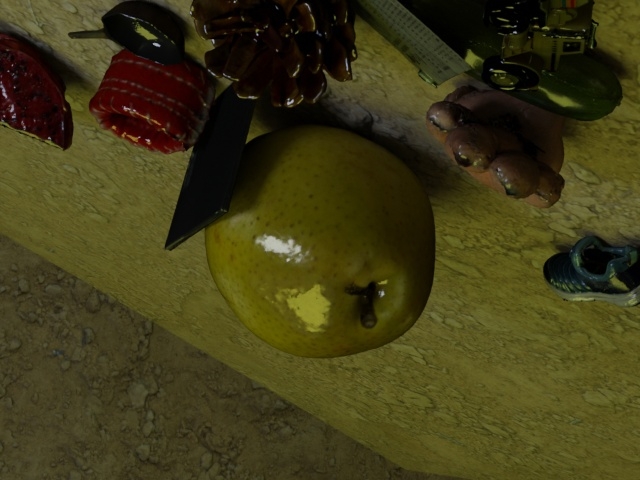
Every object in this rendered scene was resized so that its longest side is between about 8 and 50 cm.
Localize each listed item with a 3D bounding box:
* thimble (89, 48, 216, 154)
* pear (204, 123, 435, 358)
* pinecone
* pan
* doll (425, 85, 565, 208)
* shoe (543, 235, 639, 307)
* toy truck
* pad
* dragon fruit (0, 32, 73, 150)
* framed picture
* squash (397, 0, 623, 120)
[{"bbox_3d":[-0.274,-0.224,1.931,0.189,0.125,0.163,9,160,42],"label":"thimble"},{"bbox_3d":[0.000,0.000,1.867,0.362,0.362,0.418,41,-178,-39],"label":"pear"},{"bbox_3d":[-0.057,-0.265,1.471,0.202,0.201,0.229,-3,124,28],"label":"pinecone"},{"bbox_3d":[-0.293,-0.328,1.807,0.202,0.048,0.128,19,159,10],"label":"pan"},{"bbox_3d":[0.237,-0.131,1.476,0.201,0.156,0.303,39,-169,2],"label":"doll"},{"bbox_3d":[0.428,0.039,1.873,0.207,0.091,0.106,3,130,56],"label":"shoe"},{"bbox_3d":[0.235,-0.256,1.250,0.127,0.127,0.257,7,160,6],"label":"toy truck"},{"bbox_3d":[0.098,-0.243,1.424,0.159,0.009,0.265,41,180,-4],"label":"pad"},{"bbox_3d":[-0.575,-0.292,2.141,0.317,0.152,0.205,21,-177,-16],"label":"dragon fruit"},{"bbox_3d":[-0.165,-0.130,1.865,0.014,0.255,0.339,18,163,-17],"label":"framed picture"},{"bbox_3d":[0.202,-0.228,1.416,0.331,0.087,0.087,26,161,-5],"label":"squash"}]
